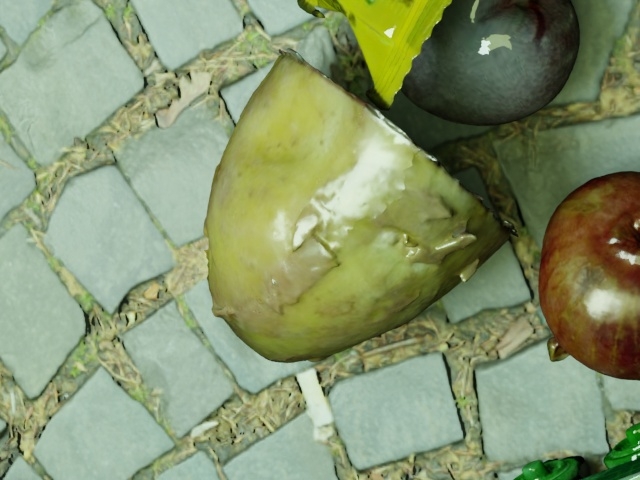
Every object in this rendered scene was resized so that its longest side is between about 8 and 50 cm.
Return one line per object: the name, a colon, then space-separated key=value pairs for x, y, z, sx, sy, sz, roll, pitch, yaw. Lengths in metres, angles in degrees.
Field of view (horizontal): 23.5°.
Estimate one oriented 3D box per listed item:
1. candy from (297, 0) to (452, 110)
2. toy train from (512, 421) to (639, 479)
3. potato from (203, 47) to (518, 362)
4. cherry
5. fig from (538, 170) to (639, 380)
candy: x=0.050 y=-0.246 z=1.360 sx=0.081 sy=0.297 sz=0.187 roll=17 pitch=108 yaw=-27
toy train: x=0.266 y=0.266 z=1.405 sx=0.266 sy=0.202 sz=0.145 roll=-25 pitch=92 yaw=20
potato: x=0.000 y=0.000 z=1.395 sx=0.301 sy=0.288 sz=0.237 roll=40 pitch=92 yaw=30
cherry: x=0.152 y=-0.182 z=1.397 sx=0.176 sy=0.140 sz=0.176 roll=19 pitch=122 yaw=34
fig: x=0.284 y=0.040 z=1.374 sx=0.205 sy=0.205 sz=0.205 roll=3 pitch=101 yaw=18
